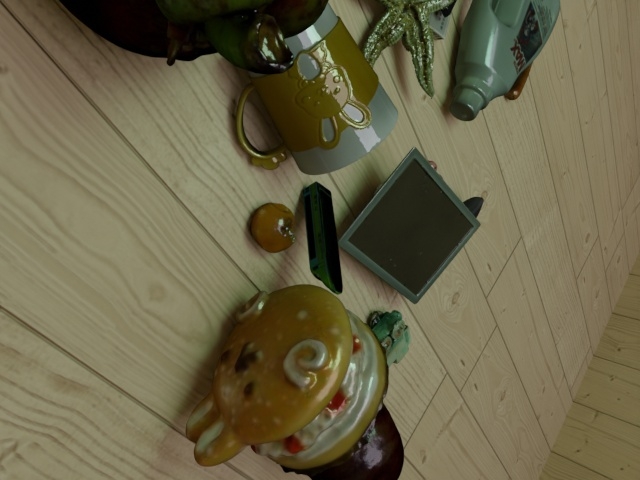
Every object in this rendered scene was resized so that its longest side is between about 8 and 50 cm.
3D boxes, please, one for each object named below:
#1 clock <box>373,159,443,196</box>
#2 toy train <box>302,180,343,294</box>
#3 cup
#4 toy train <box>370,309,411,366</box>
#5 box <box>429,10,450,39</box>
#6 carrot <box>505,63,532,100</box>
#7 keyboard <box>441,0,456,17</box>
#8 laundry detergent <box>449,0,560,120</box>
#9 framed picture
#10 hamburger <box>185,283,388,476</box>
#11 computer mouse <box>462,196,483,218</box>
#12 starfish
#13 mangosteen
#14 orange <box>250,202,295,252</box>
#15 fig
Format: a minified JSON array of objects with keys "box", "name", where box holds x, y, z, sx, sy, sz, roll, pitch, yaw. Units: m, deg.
[{"box":[0.191,-0.072,1.044,0.162,0.092,0.166,-41,126,-26],"name":"clock"},{"box":[0.000,0.000,0.833,0.044,0.042,0.209,30,44,-43],"name":"toy train"},{"box":[-0.029,-0.219,0.753,0.241,0.185,0.226,-33,121,3],"name":"cup"},{"box":[0.120,0.239,1.061,0.194,0.080,0.125,-43,131,-30],"name":"toy train"},{"box":[0.203,-0.495,0.992,0.198,0.029,0.109,11,93,-45],"name":"box"},{"box":[0.544,-0.452,1.335,0.037,0.037,0.190,47,63,-40],"name":"carrot"},{"box":[0.296,-0.604,1.037,0.101,0.018,0.310,44,62,-38],"name":"keyboard"},{"box":[0.401,-0.459,1.133,0.264,0.124,0.398,44,72,-42],"name":"laundry detergent"},{"box":[0.187,-0.018,1.004,0.232,0.019,0.296,-51,129,2],"name":"framed picture"},{"box":[-0.061,0.212,0.766,0.303,0.261,0.186,-46,128,6],"name":"hamburger"},{"box":[0.313,-0.029,1.171,0.232,0.057,0.120,-29,154,-37],"name":"computer mouse"},{"box":[0.184,-0.431,0.914,0.357,0.078,0.347,-22,126,-23],"name":"starfish"},{"box":[-0.128,-0.302,0.505,0.306,0.306,0.360,-27,92,-37],"name":"mangosteen"},{"box":[-0.075,-0.020,0.817,0.086,0.062,0.086,-11,108,-39],"name":"orange"},{"box":[0.045,0.366,0.909,0.214,0.235,0.235,-36,123,-33],"name":"fig"}]
